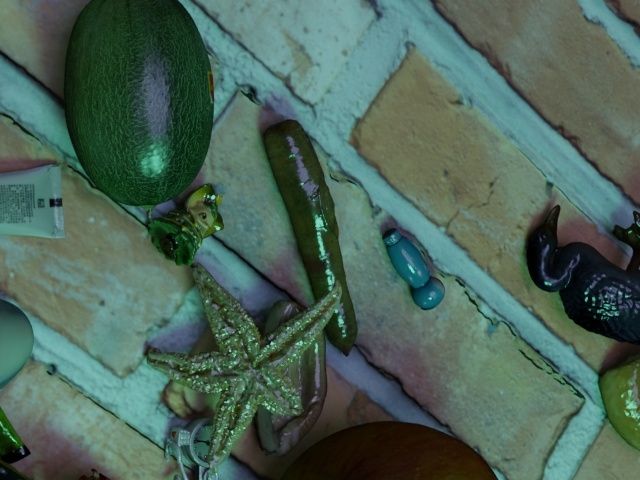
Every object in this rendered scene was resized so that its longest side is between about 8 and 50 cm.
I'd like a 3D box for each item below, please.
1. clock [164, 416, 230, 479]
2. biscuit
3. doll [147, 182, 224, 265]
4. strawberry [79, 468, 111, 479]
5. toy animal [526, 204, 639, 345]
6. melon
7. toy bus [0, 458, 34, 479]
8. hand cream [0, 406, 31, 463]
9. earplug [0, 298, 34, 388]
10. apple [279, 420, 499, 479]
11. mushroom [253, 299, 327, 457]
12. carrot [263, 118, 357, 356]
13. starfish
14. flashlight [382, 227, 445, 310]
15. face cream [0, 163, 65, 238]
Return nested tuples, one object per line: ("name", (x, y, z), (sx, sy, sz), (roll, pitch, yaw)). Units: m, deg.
("clock", (-0.158, 0.296, 1.866), (0.087, 0.041, 0.129), (2, 87, -33))
("biscuit", (0.575, 0.233, 2.237), (0.274, 0.091, 0.213), (-33, 106, -26))
("doll", (-0.175, -0.024, 1.839), (0.113, 0.077, 0.078), (-62, 148, -43))
("strawberry", (-0.229, 0.423, 1.753), (0.138, 0.233, 0.306), (-40, 98, 1))
("toy animal", (0.445, 0.064, 2.138), (0.298, 0.122, 0.185), (46, 68, -11))
("melon", (-0.219, -0.164, 1.726), (0.182, 0.182, 0.287), (-3, 94, -29))
("toy bus", (-0.340, 0.341, 1.606), (0.152, 0.330, 0.144), (38, 75, -28))
("hand cream", (-0.396, 0.218, 1.740), (0.036, 0.023, 0.122), (-25, 107, -4))
("earplug", (-0.449, 0.136, 1.600), (0.324, 0.185, 0.185), (-12, 100, -54))
("apple", (0.081, 0.400, 1.842), (0.340, 0.340, 0.339), (-2, 94, -29))
("mushroom", (-0.036, 0.181, 1.907), (0.094, 0.072, 0.209), (0, 92, -25))
("carrot", (-0.001, 0.000, 1.924), (0.070, 0.070, 0.342), (-24, 106, -26))
("starfish", (-0.100, 0.139, 1.836), (0.231, 0.048, 0.295), (39, 84, -5))
("flashlight", (0.129, 0.041, 2.005), (0.051, 0.051, 0.129), (-42, 108, -20))
("face cream", (-0.419, -0.043, 1.698), (0.244, 0.058, 0.092), (-3, 89, -34))
